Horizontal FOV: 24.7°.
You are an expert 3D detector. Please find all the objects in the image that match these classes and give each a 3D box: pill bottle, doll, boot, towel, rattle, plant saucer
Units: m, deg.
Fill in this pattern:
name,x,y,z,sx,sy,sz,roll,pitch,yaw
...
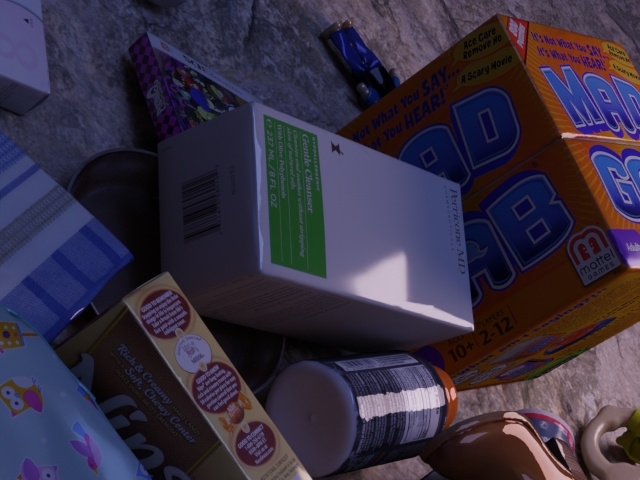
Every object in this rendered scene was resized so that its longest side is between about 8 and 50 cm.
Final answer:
name,x,y,z,sx,sy,sz,roll,pitch,yaw
pill bottle,0.058,0.192,1.666,0.246,0.130,0.130,1,60,-53
doll,0.079,-0.243,2.179,0.189,0.046,0.129,58,33,6
pill bottle,0.264,0.310,1.853,0.108,0.108,0.180,44,34,-18
boot,0.239,0.320,1.645,0.283,0.109,0.220,29,33,-48
towel,-0.331,-0.027,1.395,0.285,0.034,0.209,42,36,-4
rattle,0.425,0.348,2.107,0.130,0.142,0.199,18,55,0
plant saucer,-0.165,0.042,1.585,0.311,0.050,0.310,33,38,-31

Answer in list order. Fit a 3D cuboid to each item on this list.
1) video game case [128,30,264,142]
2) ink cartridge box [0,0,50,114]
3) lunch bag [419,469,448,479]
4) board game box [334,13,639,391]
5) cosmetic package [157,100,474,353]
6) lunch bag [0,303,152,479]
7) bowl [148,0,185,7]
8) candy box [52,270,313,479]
name,x,y,z,sx,sy,sz,roll,pitch,yaw
video game case,-0.121,-0.126,1.757,0.210,0.042,0.232,28,29,-42
ink cartridge box,-0.398,-0.252,1.545,0.232,0.066,0.189,26,42,-44
lunch bag,0.171,0.333,1.718,0.129,0.096,0.151,-20,87,-57
board game box,0.261,-0.036,1.934,0.356,0.356,0.356,-1,61,-54
cosmetic package,0.000,0.000,1.626,0.366,0.155,0.196,15,63,-46
lunch bag,-0.280,0.200,1.226,0.279,0.108,0.224,52,36,-2
bowl,-0.223,-0.369,1.887,0.142,0.053,0.142,40,35,-22
candy box,-0.129,0.210,1.346,0.316,0.183,0.087,56,31,1
